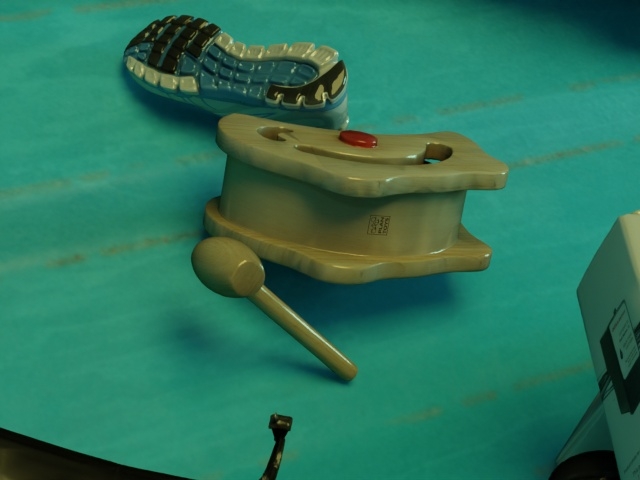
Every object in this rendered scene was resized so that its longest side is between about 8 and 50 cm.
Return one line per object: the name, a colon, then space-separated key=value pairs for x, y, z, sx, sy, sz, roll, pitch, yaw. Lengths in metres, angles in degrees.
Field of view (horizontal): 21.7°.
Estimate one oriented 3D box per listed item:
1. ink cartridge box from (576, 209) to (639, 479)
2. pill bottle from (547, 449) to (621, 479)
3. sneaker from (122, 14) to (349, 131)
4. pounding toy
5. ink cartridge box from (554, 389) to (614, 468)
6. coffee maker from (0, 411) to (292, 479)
ink cartridge box: x=0.257 y=0.092 z=1.027 sx=0.153 sy=0.087 sz=0.208 roll=7 pitch=49 yaw=-15
pill bottle: x=0.165 y=0.237 z=1.006 sx=0.123 sy=0.123 sz=0.219 roll=24 pitch=45 yaw=-2
sneaker: x=-0.063 y=-0.114 z=1.278 sx=0.191 sy=0.083 sz=0.071 roll=17 pitch=64 yaw=22
pounding toy: x=0.000 y=0.000 z=1.194 sx=0.270 sy=0.154 sz=0.154 roll=-5 pitch=22 yaw=-39
ink cartridge box: x=0.353 y=0.152 z=1.163 sx=0.307 sy=0.129 sz=0.223 roll=35 pitch=46 yaw=9
coffee maker: x=-0.125 y=0.166 z=0.939 sx=0.178 sy=0.120 sz=0.171 roll=16 pitch=37 yaw=2
